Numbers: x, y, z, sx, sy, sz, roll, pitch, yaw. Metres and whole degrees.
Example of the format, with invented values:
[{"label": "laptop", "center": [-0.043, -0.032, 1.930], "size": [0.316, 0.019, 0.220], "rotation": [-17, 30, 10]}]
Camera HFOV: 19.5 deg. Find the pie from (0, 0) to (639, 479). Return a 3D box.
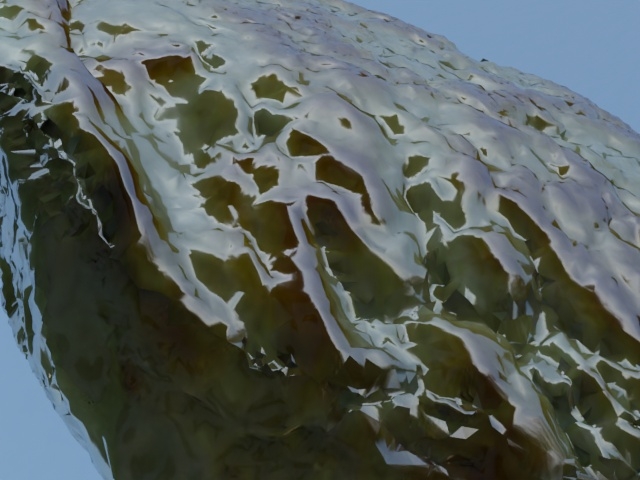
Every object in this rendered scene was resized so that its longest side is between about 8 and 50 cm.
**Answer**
[{"label": "pie", "center": [0.000, 0.000, 0.397], "size": [0.179, 0.205, 0.084], "rotation": [10, -65, -31]}]
